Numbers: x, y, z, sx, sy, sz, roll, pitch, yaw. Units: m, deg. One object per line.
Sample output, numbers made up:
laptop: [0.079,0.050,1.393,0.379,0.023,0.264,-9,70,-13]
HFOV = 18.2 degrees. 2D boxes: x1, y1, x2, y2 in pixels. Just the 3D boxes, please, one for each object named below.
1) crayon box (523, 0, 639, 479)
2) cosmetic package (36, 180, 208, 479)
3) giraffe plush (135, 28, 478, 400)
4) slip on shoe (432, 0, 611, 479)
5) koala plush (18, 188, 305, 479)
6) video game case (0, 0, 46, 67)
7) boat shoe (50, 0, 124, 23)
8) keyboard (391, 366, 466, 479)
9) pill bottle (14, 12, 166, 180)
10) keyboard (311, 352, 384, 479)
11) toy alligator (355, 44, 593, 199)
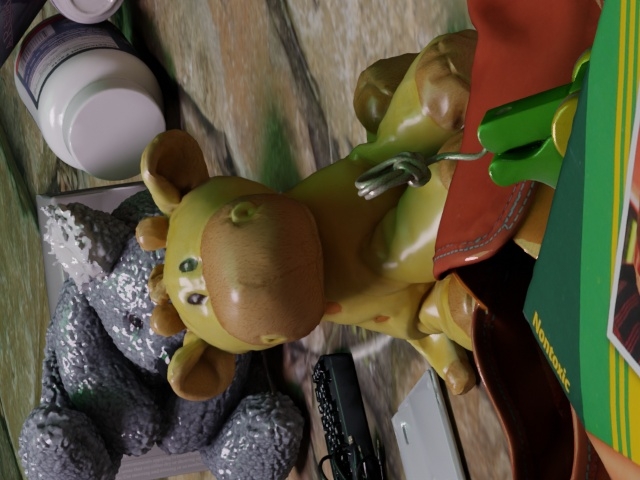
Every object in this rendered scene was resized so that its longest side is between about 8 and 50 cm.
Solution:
crayon box: [0.185,0.021,0.500,0.363,0.106,0.313,-115,24,-44]
cosmetic package: [-0.149,0.070,1.595,0.107,0.127,0.238,180,85,-74]
giraffe plush: [0.000,0.000,0.989,0.210,0.171,0.181,124,135,-66]
slip on shoe: [0.094,-0.015,0.798,0.123,0.101,0.331,138,124,-72]
koala plush: [-0.110,0.043,1.359,0.221,0.196,0.203,99,167,-54]
video game case: [-0.250,-0.261,1.676,0.196,0.026,0.274,99,-168,-49]
boat shoe: [-0.174,-0.275,1.595,0.088,0.096,0.267,-109,28,-46]
keyboard: [0.083,0.199,1.086,0.072,0.014,0.256,126,133,-60]
pill bottle: [-0.190,-0.118,1.676,0.180,0.108,0.108,-129,35,-60]
keyboard: [0.015,0.162,1.246,0.100,0.038,0.192,124,135,-65]
toy alligator: [0.102,-0.038,0.728,0.051,0.190,0.056,57,-151,-15]
